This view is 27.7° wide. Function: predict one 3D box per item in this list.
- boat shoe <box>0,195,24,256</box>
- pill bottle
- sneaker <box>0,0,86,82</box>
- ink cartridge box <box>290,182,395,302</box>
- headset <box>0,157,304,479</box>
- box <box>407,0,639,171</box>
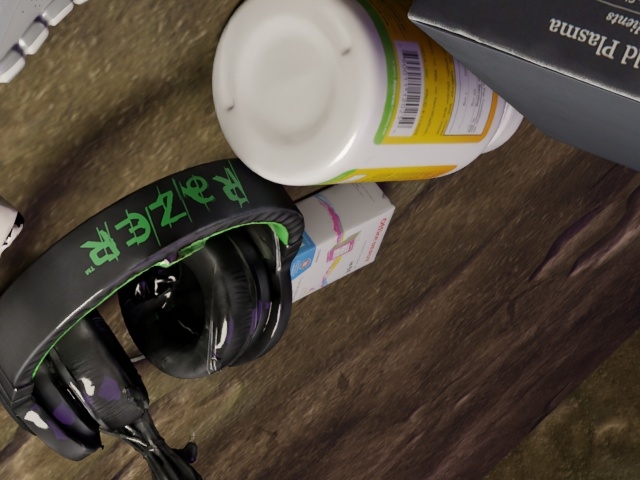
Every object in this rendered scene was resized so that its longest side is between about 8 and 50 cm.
[{"bbox_3d":[-0.285,0.000,0.564,0.158,0.127,0.340,-59,146,2],"label":"boat shoe"},{"bbox_3d":[0.049,-0.111,0.937,0.246,0.136,0.136,-6,141,-54],"label":"pill bottle"},{"bbox_3d":[-0.152,-0.160,0.619,0.229,0.086,0.132,-41,156,-23],"label":"sneaker"},{"bbox_3d":[0.000,0.000,1.189,0.122,0.052,0.088,-28,155,-29],"label":"ink cartridge box"},{"bbox_3d":[-0.125,0.090,0.987,0.243,0.185,0.394,-28,165,-24],"label":"headset"},{"bbox_3d":[0.245,-0.213,0.851,0.343,0.179,0.312,20,93,-65],"label":"box"}]
